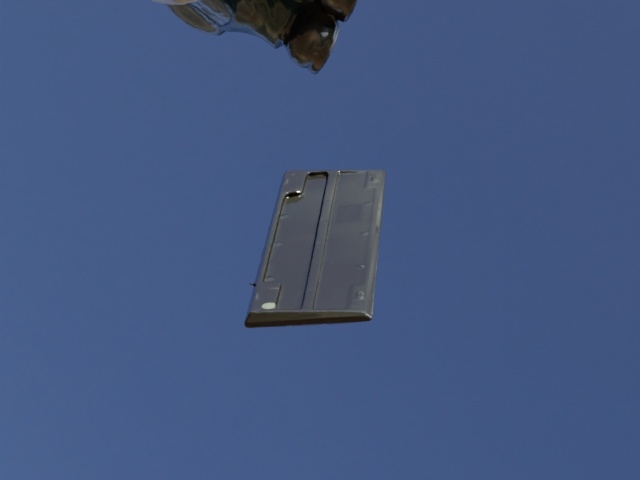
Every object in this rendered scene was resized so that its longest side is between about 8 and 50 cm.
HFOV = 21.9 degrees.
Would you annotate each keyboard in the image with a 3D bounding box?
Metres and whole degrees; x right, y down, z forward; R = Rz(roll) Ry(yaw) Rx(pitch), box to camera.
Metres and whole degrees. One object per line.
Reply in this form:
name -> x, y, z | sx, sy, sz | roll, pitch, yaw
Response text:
keyboard -> 0.000, 0.000, 0.913 | 0.067, 0.202, 0.011 | -2, -66, 5

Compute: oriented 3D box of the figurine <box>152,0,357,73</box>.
figurine -> -0.053, -0.109, 0.548 | 0.136, 0.079, 0.077 | 16, -55, -20
